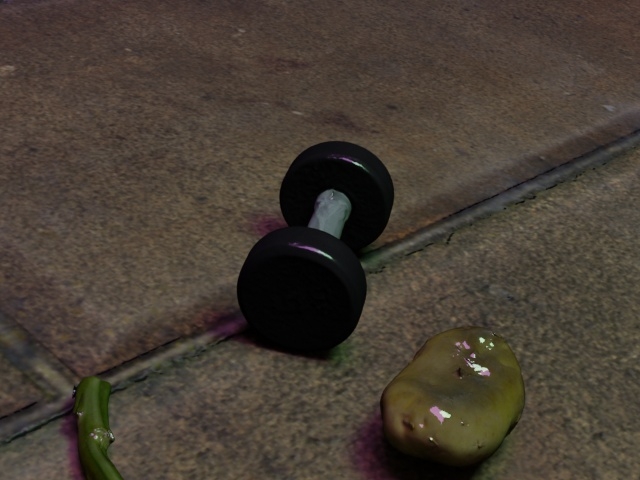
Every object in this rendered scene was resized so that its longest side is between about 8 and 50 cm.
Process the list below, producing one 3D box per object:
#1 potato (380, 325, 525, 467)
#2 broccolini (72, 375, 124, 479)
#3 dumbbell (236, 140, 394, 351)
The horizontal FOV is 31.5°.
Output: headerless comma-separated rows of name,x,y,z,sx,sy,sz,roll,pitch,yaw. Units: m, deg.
potato,0.094,0.114,0.801,0.091,0.070,0.138,26,36,21
broccolini,-0.070,0.155,0.714,0.123,0.062,0.271,-4,30,-39
dumbbell,0.000,0.000,0.929,0.100,0.100,0.191,13,31,5
